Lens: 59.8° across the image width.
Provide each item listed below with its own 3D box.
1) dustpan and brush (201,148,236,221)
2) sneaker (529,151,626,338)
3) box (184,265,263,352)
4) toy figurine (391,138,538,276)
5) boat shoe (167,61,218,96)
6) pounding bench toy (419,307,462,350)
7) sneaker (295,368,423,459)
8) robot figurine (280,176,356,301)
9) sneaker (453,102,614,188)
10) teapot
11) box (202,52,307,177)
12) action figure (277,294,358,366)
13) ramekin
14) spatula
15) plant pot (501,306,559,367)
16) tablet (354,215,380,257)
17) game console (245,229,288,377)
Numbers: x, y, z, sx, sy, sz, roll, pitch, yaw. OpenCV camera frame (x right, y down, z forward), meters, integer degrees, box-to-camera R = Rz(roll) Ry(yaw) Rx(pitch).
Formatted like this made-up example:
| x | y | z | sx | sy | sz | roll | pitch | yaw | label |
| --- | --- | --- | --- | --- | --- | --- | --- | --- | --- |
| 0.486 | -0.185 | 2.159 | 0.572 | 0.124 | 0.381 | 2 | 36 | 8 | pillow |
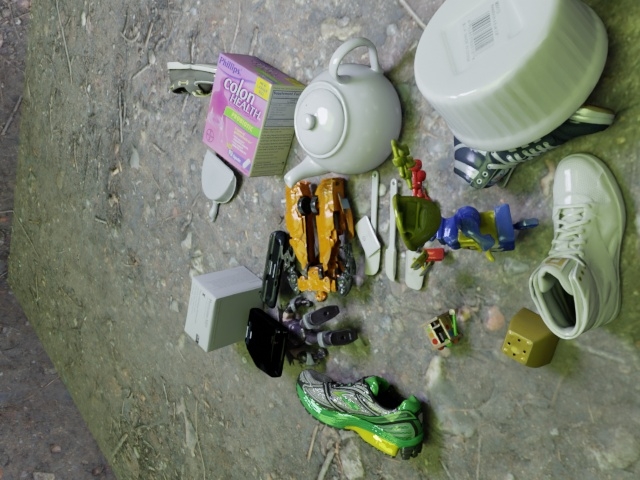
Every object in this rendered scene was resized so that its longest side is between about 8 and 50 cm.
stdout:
| x | y | z | sx | sy | sz | roll | pitch | yaw | label |
| --- | --- | --- | --- | --- | --- | --- | --- | --- | --- |
| -0.305 | -0.142 | 1.628 | 0.147 | 0.060 | 0.211 | 43 | 119 | 31 | dustpan and brush |
| 0.403 | 0.007 | 0.879 | 0.108 | 0.169 | 0.293 | -6 | 93 | 47 | sneaker |
| -0.266 | 0.189 | 1.562 | 0.119 | 0.181 | 0.181 | 33 | 120 | 36 | box |
| 0.259 | -0.050 | 0.956 | 0.217 | 0.362 | 0.191 | -2 | 77 | 18 | toy figurine |
| -0.332 | -0.446 | 1.547 | 0.305 | 0.109 | 0.091 | 21 | 114 | 46 | boat shoe |
| 0.259 | 0.182 | 1.138 | 0.083 | 0.052 | 0.065 | -40 | 71 | 42 | pounding bench toy |
| 0.093 | 0.368 | 1.307 | 0.343 | 0.134 | 0.147 | 14 | 102 | 33 | sneaker |
| 0.000 | 0.000 | 1.322 | 0.211 | 0.085 | 0.291 | 0 | 98 | 37 | robot figurine |
| 0.345 | -0.157 | 0.947 | 0.282 | 0.099 | 0.153 | 15 | 105 | 49 | sneaker |
| 0.035 | -0.257 | 1.169 | 0.252 | 0.187 | 0.256 | -7 | 93 | 45 | teapot |
| -0.174 | -0.317 | 1.410 | 0.213 | 0.117 | 0.243 | 39 | 123 | 32 | box |
| -0.030 | 0.230 | 1.404 | 0.285 | 0.099 | 0.185 | -23 | 89 | 59 | action figure |
| 0.281 | -0.293 | 0.873 | 0.277 | 0.135 | 0.277 | -27 | 50 | 37 | ramekin |
| 0.162 | -0.025 | 1.213 | 0.168 | 0.019 | 0.242 | 17 | 110 | 49 | spatula |
| 0.372 | 0.182 | 1.005 | 0.081 | 0.083 | 0.082 | 28 | 116 | 37 | plant pot |
| 0.106 | -0.009 | 1.266 | 0.054 | 0.006 | 0.083 | -45 | 60 | 49 | tablet |
| -0.126 | 0.155 | 1.446 | 0.213 | 0.043 | 0.362 | 18 | 100 | 64 | game console |
